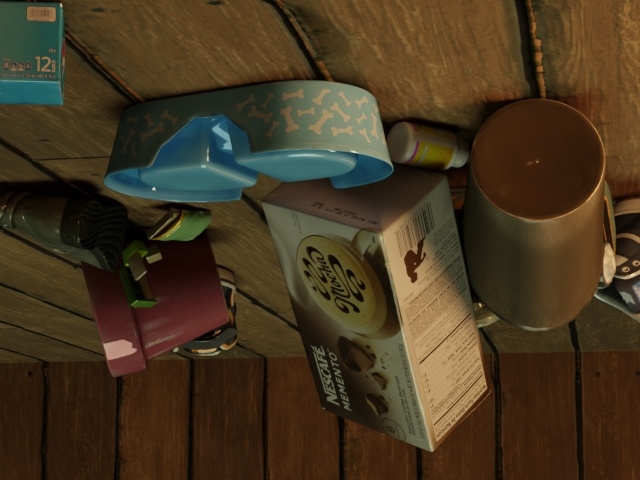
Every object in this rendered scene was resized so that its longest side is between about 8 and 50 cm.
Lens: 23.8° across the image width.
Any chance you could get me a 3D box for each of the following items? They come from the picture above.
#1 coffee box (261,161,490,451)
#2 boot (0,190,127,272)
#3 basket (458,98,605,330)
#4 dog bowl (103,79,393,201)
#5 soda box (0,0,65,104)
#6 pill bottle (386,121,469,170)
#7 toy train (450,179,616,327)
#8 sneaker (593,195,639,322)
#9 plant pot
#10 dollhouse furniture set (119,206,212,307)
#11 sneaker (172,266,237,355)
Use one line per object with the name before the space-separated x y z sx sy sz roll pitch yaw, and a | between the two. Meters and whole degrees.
coffee box | 0.065 0.064 1.644 0.168 0.297 0.119 17 -135 38
boot | -0.342 -0.025 1.914 0.161 0.083 0.246 11 171 9
basket | 0.215 -0.040 1.536 0.154 0.204 0.227 -7 158 3
dog bowl | -0.073 -0.095 1.479 0.297 0.074 0.166 -6 168 28
soda box | -0.308 -0.149 1.198 0.210 0.067 0.071 2 170 -7
pill bottle | 0.111 -0.095 1.556 0.083 0.043 0.043 8 167 -35
toy train | 0.191 0.009 1.780 0.334 0.142 0.190 -2 -153 27
sneaker | 0.442 0.014 1.791 0.282 0.153 0.099 -10 127 43
plant pot | -0.230 0.076 2.138 0.180 0.201 0.201 -14 171 -7
dollhouse furniture set | -0.202 0.022 1.980 0.152 0.058 0.076 -41 150 30
sneaker | -0.197 0.119 2.511 0.126 0.127 0.321 0 168 7
